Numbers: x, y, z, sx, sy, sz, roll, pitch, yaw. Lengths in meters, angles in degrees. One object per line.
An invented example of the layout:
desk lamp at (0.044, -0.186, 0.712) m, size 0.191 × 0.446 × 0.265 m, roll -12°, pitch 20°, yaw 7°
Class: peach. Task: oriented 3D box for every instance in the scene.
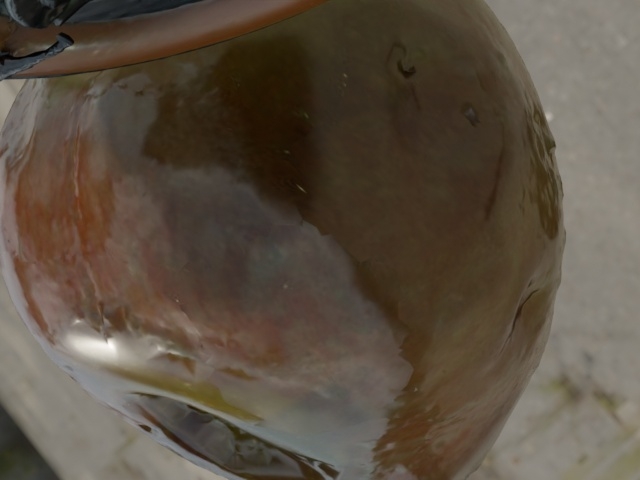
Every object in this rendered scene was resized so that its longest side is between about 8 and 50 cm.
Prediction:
peach at (0.000, 0.000, 0.740) m, size 0.235 × 0.214 × 0.214 m, roll 55°, pitch 167°, yaw -25°

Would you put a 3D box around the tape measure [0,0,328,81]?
tape measure at (-0.055, -0.115, 0.491) m, size 0.202 × 0.223 × 0.135 m, roll 72°, pitch -175°, yaw -78°
